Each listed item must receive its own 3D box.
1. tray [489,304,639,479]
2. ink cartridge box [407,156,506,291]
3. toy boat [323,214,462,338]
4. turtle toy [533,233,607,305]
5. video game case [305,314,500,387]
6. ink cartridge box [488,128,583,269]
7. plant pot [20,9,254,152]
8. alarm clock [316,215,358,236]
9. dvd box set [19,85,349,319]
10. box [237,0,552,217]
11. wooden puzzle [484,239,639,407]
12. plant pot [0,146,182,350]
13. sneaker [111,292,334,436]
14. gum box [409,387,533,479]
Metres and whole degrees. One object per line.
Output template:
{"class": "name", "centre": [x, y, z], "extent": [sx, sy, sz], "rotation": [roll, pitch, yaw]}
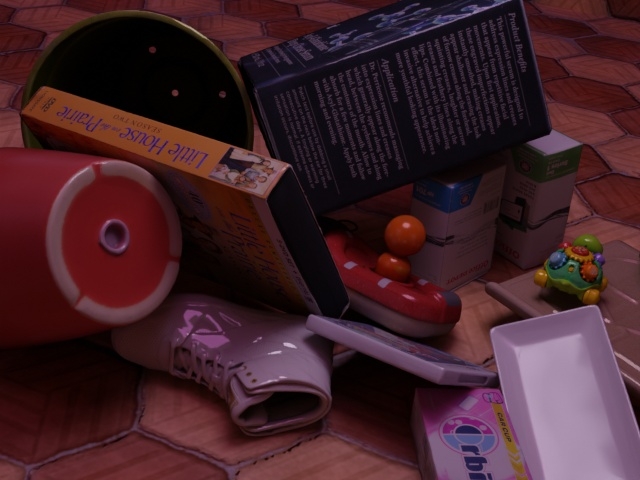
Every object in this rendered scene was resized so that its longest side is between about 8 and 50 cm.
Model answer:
{"class": "tray", "centre": [0.299, 0.204, 1.061], "extent": [0.145, 0.030, 0.270], "rotation": [-14, 45, 11]}
{"class": "ink cartridge box", "centre": [0.210, -0.028, 1.368], "extent": [0.140, 0.190, 0.082], "rotation": [-23, 39, -39]}
{"class": "toy boat", "centre": [0.104, 0.035, 1.255], "extent": [0.231, 0.151, 0.151], "rotation": [26, 11, 31]}
{"class": "turtle toy", "centre": [0.368, 0.035, 1.251], "extent": [0.095, 0.066, 0.130], "rotation": [21, 30, 22]}
{"class": "video game case", "centre": [0.109, 0.142, 1.120], "extent": [0.201, 0.023, 0.183], "rotation": [18, 1, 34]}
{"class": "ink cartridge box", "centre": [0.331, -0.085, 1.456], "extent": [0.093, 0.219, 0.160], "rotation": [-19, 37, -29]}
{"class": "plant pot", "centre": [-0.285, -0.230, 1.529], "extent": [0.367, 0.366, 0.353], "rotation": [4, 20, -1]}
{"class": "alarm clock", "centre": [0.000, 0.000, 1.420], "extent": [0.129, 0.064, 0.192], "rotation": [23, 32, 27]}
{"class": "dvd box set", "centre": [-0.179, -0.042, 1.185], "extent": [0.420, 0.307, 0.062], "rotation": [20, 64, 28]}
{"class": "box", "centre": [0.099, -0.225, 1.339], "extent": [0.396, 0.212, 0.293], "rotation": [-20, 22, -3]}
{"class": "wooden puzzle", "centre": [0.457, 0.127, 1.262], "extent": [0.348, 0.080, 0.322], "rotation": [-12, 35, -34]}
{"class": "plant pot", "centre": [-0.322, 0.005, 1.083], "extent": [0.243, 0.275, 0.275], "rotation": [-3, 20, 41]}
{"class": "sneaker", "centre": [-0.125, 0.156, 1.090], "extent": [0.293, 0.108, 0.169], "rotation": [4, 27, -4]}
{"class": "gum box", "centre": [0.173, 0.254, 1.010], "extent": [0.107, 0.062, 0.188], "rotation": [2, 30, -5]}
